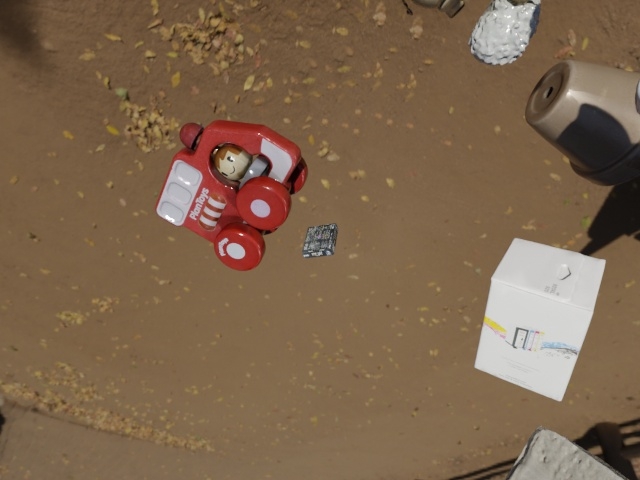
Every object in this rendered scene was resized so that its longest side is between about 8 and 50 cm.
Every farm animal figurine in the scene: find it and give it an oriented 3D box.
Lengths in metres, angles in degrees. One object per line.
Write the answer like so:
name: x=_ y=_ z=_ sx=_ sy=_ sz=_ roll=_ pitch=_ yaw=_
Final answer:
farm animal figurine: x=0.214 y=-0.454 z=0.594 sx=0.330 sy=0.172 sz=0.326 roll=39 pitch=115 yaw=12

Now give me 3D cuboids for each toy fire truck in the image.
toy fire truck: x=-0.182 y=-0.104 z=0.890 sx=0.254 sy=0.169 sz=0.302 roll=29 pitch=127 yaw=-7

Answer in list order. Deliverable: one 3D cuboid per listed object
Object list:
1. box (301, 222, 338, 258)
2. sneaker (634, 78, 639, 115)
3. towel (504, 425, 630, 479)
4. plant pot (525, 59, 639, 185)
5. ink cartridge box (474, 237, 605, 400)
box: x=0.000 y=0.000 z=0.960 sx=0.067 sy=0.083 sz=0.018 roll=-9 pitch=130 yaw=17
sneaker: x=0.450 y=-0.183 z=0.343 sx=0.366 sy=0.137 sz=0.210 roll=16 pitch=153 yaw=49
towel: x=0.391 y=0.423 z=0.681 sx=0.049 sy=0.282 sz=0.187 roll=32 pitch=89 yaw=-13
plant pot: x=0.594 y=-0.278 z=0.988 sx=0.230 sy=0.263 sz=0.263 roll=20 pitch=134 yaw=-9
ink cartridge box: x=0.420 y=0.146 z=0.872 sx=0.168 sy=0.171 sz=0.232 roll=18 pitch=128 yaw=29
